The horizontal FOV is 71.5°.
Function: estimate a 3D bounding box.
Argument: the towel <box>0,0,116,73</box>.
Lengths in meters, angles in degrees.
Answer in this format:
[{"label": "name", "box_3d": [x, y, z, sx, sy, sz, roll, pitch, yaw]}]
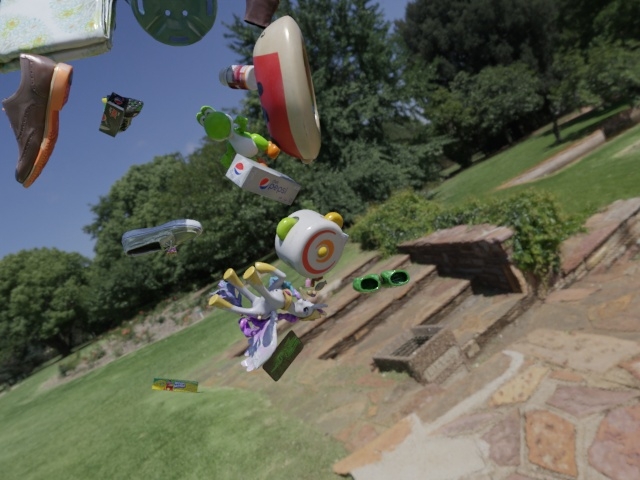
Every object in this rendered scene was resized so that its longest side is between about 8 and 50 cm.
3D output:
[{"label": "towel", "box_3d": [-0.807, -0.674, 1.355, 0.374, 0.320, 0.090, -10, -29, 2]}]

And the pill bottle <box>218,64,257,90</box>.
[{"label": "pill bottle", "box_3d": [-0.299, -0.602, 1.643, 0.152, 0.086, 0.086, 15, 28, 31]}]

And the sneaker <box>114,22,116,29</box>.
[{"label": "sneaker", "box_3d": [-0.832, -0.763, 1.589, 0.090, 0.081, 0.232, 6, 38, 13]}]

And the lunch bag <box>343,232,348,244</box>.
[{"label": "lunch bag", "box_3d": [0.057, -0.001, 1.661, 0.071, 0.083, 0.053, -68, 23, 8]}]

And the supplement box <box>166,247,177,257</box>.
[{"label": "supplement box", "box_3d": [-0.653, 0.026, 1.942, 0.043, 0.083, 0.055, -9, -15, -17]}]

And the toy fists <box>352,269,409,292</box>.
[{"label": "toy fists", "box_3d": [0.292, 0.197, 2.164, 0.279, 0.096, 0.142, -12, -12, -9]}]

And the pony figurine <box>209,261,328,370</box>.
[{"label": "pony figurine", "box_3d": [-0.200, 0.244, 1.568, 0.351, 0.363, 0.303, -36, 35, 25]}]

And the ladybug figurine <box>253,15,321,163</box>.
[{"label": "ladybug figurine", "box_3d": [-0.105, -0.463, 1.422, 0.162, 0.449, 0.305, -9, 17, 6]}]

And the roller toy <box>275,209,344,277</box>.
[{"label": "roller toy", "box_3d": [-0.027, 0.012, 1.378, 0.209, 0.191, 0.146, -18, 31, -32]}]

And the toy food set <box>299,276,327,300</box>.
[{"label": "toy food set", "box_3d": [-0.023, 0.164, 1.634, 0.019, 0.078, 0.122, -1, 30, 47]}]

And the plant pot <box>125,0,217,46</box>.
[{"label": "plant pot", "box_3d": [-0.488, -0.818, 1.437, 0.341, 0.334, 0.341, -15, -39, -13]}]

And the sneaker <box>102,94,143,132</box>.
[{"label": "sneaker", "box_3d": [-0.807, -0.508, 1.811, 0.134, 0.146, 0.343, 0, 11, -31]}]

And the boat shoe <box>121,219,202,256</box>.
[{"label": "boat shoe", "box_3d": [-0.606, -0.001, 1.721, 0.302, 0.094, 0.109, -13, -34, -11]}]

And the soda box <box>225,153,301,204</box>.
[{"label": "soda box", "box_3d": [-0.200, -0.215, 1.610, 0.286, 0.098, 0.091, 15, -71, -56]}]

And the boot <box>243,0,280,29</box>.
[{"label": "boot", "box_3d": [-0.306, -1.071, 1.959, 0.090, 0.248, 0.207, -169, 98, -79]}]

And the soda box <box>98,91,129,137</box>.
[{"label": "soda box", "box_3d": [-0.705, -0.425, 1.515, 0.169, 0.060, 0.053, -35, 38, 50]}]

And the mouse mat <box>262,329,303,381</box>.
[{"label": "mouse mat", "box_3d": [-0.148, 0.469, 1.803, 0.007, 0.152, 0.189, 22, 62, 37]}]

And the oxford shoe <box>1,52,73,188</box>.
[{"label": "oxford shoe", "box_3d": [-0.785, -0.320, 1.204, 0.363, 0.133, 0.130, -66, 29, 13]}]

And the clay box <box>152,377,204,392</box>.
[{"label": "clay box", "box_3d": [-0.634, 0.655, 2.006, 0.222, 0.053, 0.127, 8, -19, -12]}]

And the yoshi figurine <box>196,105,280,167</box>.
[{"label": "yoshi figurine", "box_3d": [-0.355, -0.423, 1.865, 0.203, 0.362, 0.203, -22, 41, 55]}]
